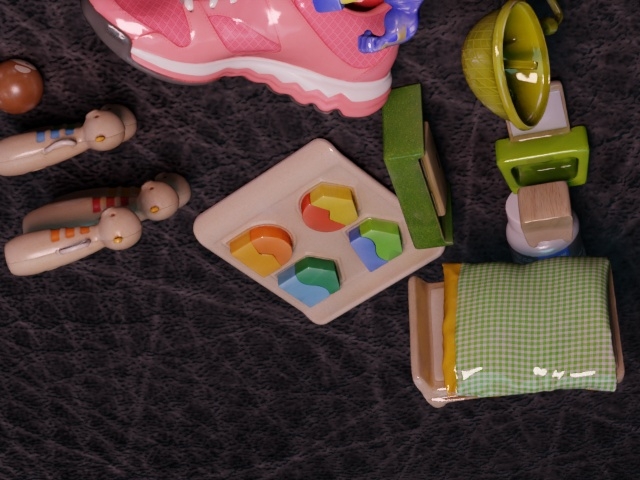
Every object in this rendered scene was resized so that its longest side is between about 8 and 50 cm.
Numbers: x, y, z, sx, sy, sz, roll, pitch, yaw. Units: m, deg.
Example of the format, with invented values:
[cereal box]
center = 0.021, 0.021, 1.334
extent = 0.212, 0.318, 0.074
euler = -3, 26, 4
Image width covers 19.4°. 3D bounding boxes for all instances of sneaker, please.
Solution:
[sneaker]
center = -0.064, -0.217, 1.726
extent = 0.314, 0.116, 0.136
euler = 10, 125, -22

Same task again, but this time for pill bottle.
[pill bottle]
center = 0.239, 0.006, 1.973
extent = 0.078, 0.078, 0.137
euler = -12, 135, 9

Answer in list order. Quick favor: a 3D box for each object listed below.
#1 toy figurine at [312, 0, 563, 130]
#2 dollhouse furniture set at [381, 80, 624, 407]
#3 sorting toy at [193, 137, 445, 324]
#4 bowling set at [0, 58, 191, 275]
[toy figurine]
center = 0.064, -0.261, 1.641
extent = 0.217, 0.191, 0.362
euler = -4, 137, 20
[dollhouse furniture set]
center = 0.173, -0.006, 1.796
extent = 0.198, 0.301, 0.151
euler = -9, 138, 10
[sorting toy]
center = 0.000, 0.000, 1.982
extent = 0.193, 0.038, 0.208
euler = -32, 129, 27
[bowling set]
center = -0.227, -0.087, 1.790
extent = 0.154, 0.287, 0.199
euler = -15, 101, 3
